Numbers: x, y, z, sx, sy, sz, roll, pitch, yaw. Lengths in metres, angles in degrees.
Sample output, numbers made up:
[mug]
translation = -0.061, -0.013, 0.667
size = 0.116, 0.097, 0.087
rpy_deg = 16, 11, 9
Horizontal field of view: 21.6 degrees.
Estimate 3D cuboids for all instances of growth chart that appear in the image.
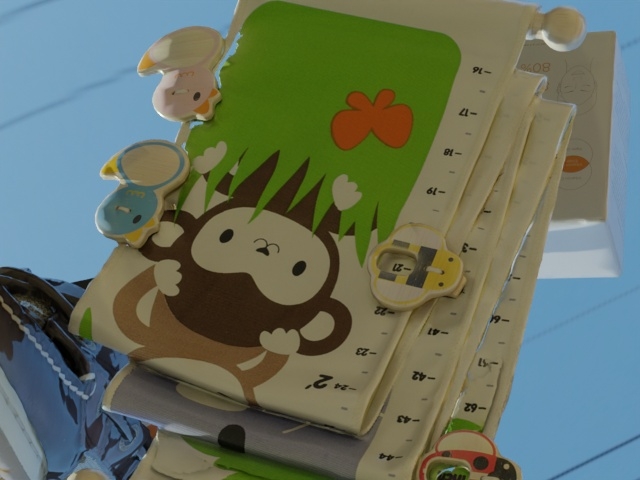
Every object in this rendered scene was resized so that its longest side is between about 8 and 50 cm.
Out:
[growth chart]
translation = 0.000, 0.000, 0.556
size = 0.172, 0.021, 0.237
rpy_deg = 4, -120, 14

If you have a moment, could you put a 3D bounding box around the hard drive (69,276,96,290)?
[hard drive]
translation = -0.150, 0.083, 1.117
size = 0.094, 0.135, 0.022
rpy_deg = -13, -138, 10

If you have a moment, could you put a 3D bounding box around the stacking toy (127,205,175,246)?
[stacking toy]
translation = -0.016, -0.042, 1.226
size = 0.167, 0.052, 0.221
rpy_deg = 29, -69, -17

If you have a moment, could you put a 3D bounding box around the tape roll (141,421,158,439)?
[tape roll]
translation = -0.047, 0.098, 0.970
size = 0.219, 0.219, 0.072
rpy_deg = -45, -61, -12

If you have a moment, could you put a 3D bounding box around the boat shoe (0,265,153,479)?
[boat shoe]
translation = -0.120, 0.054, 0.642
size = 0.102, 0.285, 0.092
rpy_deg = 27, -111, 16

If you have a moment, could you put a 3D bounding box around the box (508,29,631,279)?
[box]
translation = 0.167, -0.064, 1.288
size = 0.130, 0.091, 0.170
rpy_deg = -1, -119, 18
